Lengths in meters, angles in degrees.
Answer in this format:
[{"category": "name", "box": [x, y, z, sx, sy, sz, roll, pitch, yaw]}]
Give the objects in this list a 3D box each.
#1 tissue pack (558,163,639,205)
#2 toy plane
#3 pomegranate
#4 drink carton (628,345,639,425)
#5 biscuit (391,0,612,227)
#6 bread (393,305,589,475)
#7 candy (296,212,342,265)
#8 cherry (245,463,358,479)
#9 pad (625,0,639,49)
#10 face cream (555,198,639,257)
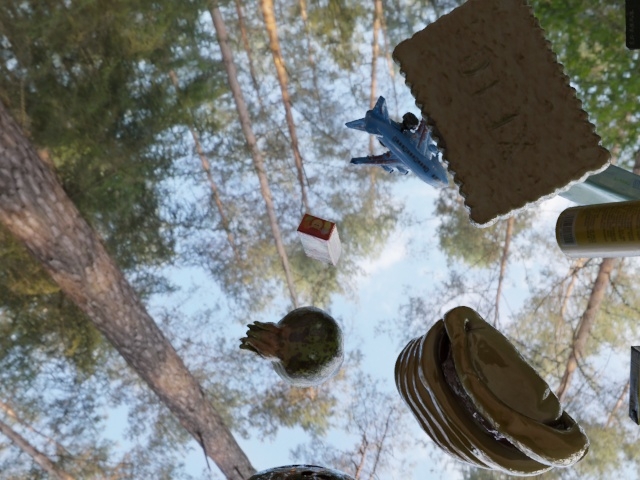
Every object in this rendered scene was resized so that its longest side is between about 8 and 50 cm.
[{"category": "tissue pack", "box": [0.693, -0.140, 1.595, 0.263, 0.177, 0.089, 27, -98, 15]}, {"category": "toy plane", "box": [0.193, -0.210, 1.427, 0.254, 0.271, 0.105, -32, -144, 44]}, {"category": "pomegranate", "box": [-0.066, 0.282, 1.617, 0.276, 0.222, 0.204, -13, -102, -39]}, {"category": "drink carton", "box": [0.705, 0.309, 1.353, 0.071, 0.165, 0.056, -4, -171, 1]}, {"category": "biscuit", "box": [0.258, -0.200, 0.937, 0.217, 0.044, 0.325, -28, -102, 18]}, {"category": "bread", "box": [0.123, 0.132, 0.528, 0.081, 0.225, 0.134, -37, -102, -10]}, {"category": "candy", "box": [0.000, 0.000, 1.150, 0.062, 0.122, 0.038, 19, -110, 16]}, {"category": "cherry", "box": [-0.023, 0.333, 0.670, 0.195, 0.195, 0.195, -7, -131, 8]}, {"category": "pad", "box": [0.575, -0.410, 1.088, 0.003, 0.157, 0.112, -20, -160, -29]}, {"category": "face cream", "box": [0.583, -0.024, 1.103, 0.105, 0.105, 0.349, -46, -161, -24]}]
